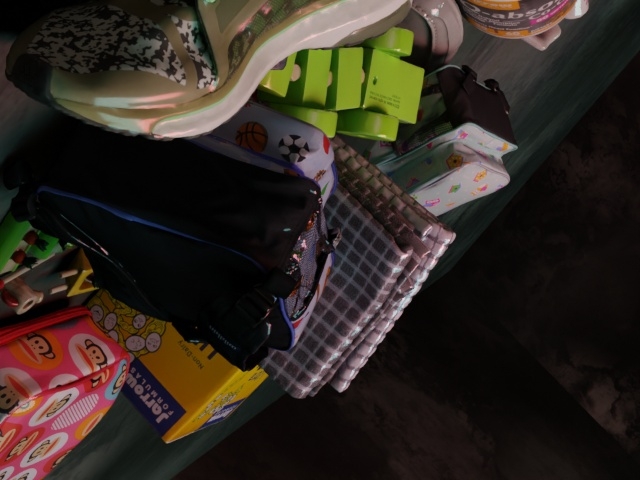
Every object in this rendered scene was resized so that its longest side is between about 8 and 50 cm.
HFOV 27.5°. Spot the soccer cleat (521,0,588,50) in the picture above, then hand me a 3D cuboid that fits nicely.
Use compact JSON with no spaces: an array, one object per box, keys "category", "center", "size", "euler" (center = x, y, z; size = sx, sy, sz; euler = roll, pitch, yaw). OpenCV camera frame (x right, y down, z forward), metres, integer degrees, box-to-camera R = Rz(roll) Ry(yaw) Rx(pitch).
[{"category":"soccer cleat","center":[0.299,-0.362,1.611],"size":[0.116,0.143,0.331],"euler":[-39,168,-23]}]

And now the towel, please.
[{"category":"towel","center":[-0.037,0.004,1.392],"size":[0.235,0.284,0.121],"euler":[-53,165,18]}]

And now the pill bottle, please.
[{"category":"pill bottle","center":[0.196,-0.316,1.371],"size":[0.162,0.162,0.278],"euler":[-45,169,7]}]

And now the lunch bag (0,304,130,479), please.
[{"category":"lunch bag","center":[-0.368,0.212,1.446],"size":[0.293,0.120,0.258],"euler":[-48,168,25]}]

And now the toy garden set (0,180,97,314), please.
[{"category":"toy garden set","center":[-0.242,0.006,1.310],"size":[0.204,0.049,0.244],"euler":[-51,167,32]}]

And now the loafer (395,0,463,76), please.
[{"category":"loafer","center":[0.088,-0.211,1.510],"size":[0.111,0.112,0.319],"euler":[-50,171,-13]}]

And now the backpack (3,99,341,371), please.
[{"category":"backpack","center":[-0.104,-0.012,1.184],"size":[0.213,0.277,0.263],"euler":[-58,163,-23]}]

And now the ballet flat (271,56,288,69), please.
[{"category":"ballet flat","center":[-0.108,-0.142,1.072],"size":[0.203,0.074,0.074],"euler":[-20,158,-30]}]

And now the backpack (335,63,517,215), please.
[{"category":"backpack","center":[0.116,-0.103,1.498],"size":[0.188,0.144,0.166],"euler":[-17,167,28]}]

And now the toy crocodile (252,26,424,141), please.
[{"category":"toy crocodile","center":[0.006,-0.160,1.275],"size":[0.340,0.105,0.115],"euler":[-4,103,-60]}]

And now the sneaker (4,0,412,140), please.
[{"category":"sneaker","center":[-0.069,-0.217,0.965],"size":[0.410,0.158,0.182],"euler":[-36,146,-42]}]

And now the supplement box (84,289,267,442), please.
[{"category":"supplement box","center":[-0.097,0.047,1.589],"size":[0.356,0.194,0.195],"euler":[-46,169,13]}]
